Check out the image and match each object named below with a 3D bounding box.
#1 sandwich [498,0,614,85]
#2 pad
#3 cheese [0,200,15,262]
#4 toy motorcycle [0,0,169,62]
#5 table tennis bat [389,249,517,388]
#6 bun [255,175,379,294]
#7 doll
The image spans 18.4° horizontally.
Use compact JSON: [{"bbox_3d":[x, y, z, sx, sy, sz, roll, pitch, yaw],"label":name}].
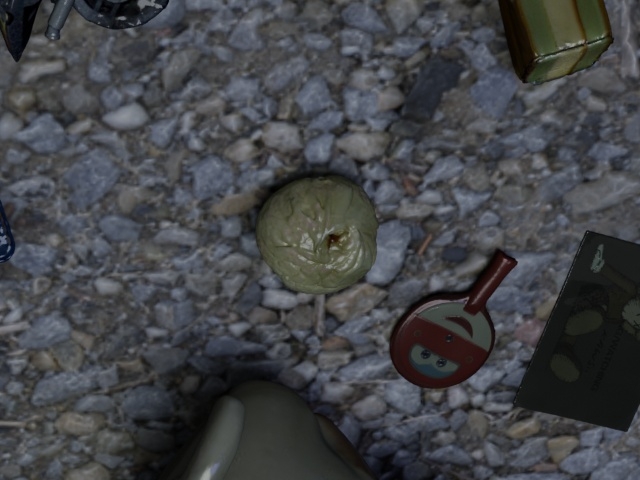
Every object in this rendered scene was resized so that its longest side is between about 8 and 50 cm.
[{"bbox_3d":[0.186,-0.225,1.696,0.079,0.113,0.163,-17,82,-4],"label":"sandwich"},{"bbox_3d":[0.272,0.089,1.869,0.127,0.004,0.190,14,111,-19],"label":"pad"},{"bbox_3d":[-0.393,0.014,1.642,0.270,0.069,0.177,-18,117,-4],"label":"cheese"},{"bbox_3d":[-0.222,-0.291,1.527,0.173,0.108,0.307,-14,118,3],"label":"toy motorcycle"},{"bbox_3d":[0.128,0.073,1.822,0.098,0.019,0.154,29,108,-23],"label":"table tennis bat"},{"bbox_3d":[0.000,0.000,1.727,0.115,0.069,0.115,-5,116,-9],"label":"bun"},{"bbox_3d":[-0.007,0.279,1.769,0.370,0.226,0.215,36,90,-20],"label":"doll"}]
